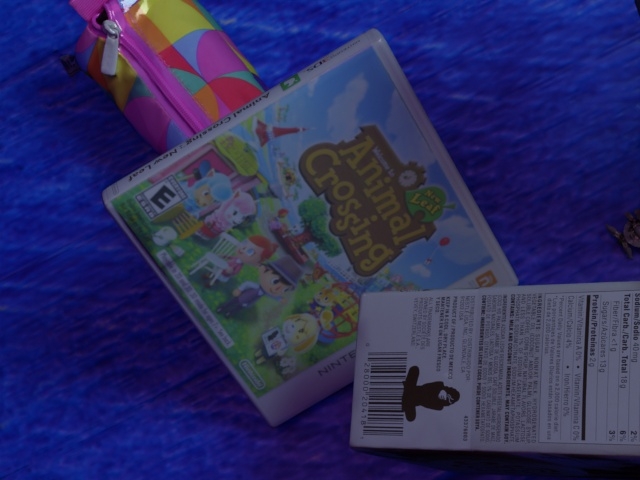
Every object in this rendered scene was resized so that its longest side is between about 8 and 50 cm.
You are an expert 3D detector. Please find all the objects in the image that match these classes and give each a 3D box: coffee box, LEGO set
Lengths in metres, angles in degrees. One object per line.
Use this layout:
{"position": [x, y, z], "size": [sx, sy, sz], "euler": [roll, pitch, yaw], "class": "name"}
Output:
{"position": [0.158, 0.085, 0.847], "size": [0.246, 0.141, 0.098], "euler": [-3, 76, 33], "class": "coffee box"}
{"position": [0.215, 0.002, 0.955], "size": [0.054, 0.023, 0.083], "euler": [-10, 76, 10], "class": "LEGO set"}

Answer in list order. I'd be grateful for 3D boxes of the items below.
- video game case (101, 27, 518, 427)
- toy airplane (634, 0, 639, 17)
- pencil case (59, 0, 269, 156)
{"position": [0.000, 0.000, 0.923], "size": [0.193, 0.212, 0.023], "euler": [-31, 33, 4], "class": "video game case"}
{"position": [0.349, -0.123, 0.781], "size": [0.384, 0.272, 0.386], "euler": [-33, 97, -10], "class": "toy airplane"}
{"position": [-0.073, -0.079, 0.997], "size": [0.104, 0.104, 0.236], "euler": [-43, 74, 0], "class": "pencil case"}
